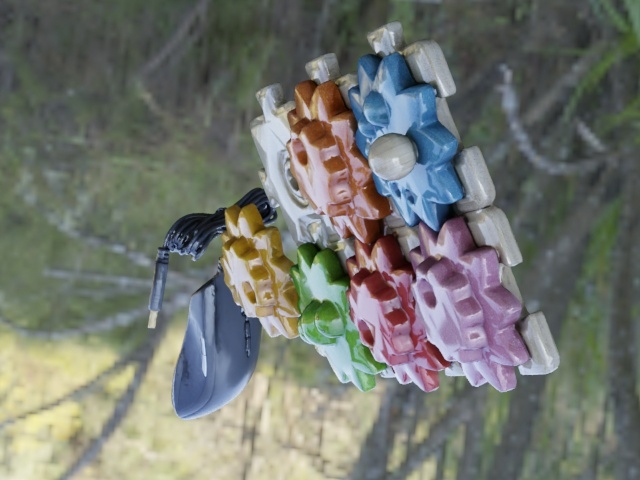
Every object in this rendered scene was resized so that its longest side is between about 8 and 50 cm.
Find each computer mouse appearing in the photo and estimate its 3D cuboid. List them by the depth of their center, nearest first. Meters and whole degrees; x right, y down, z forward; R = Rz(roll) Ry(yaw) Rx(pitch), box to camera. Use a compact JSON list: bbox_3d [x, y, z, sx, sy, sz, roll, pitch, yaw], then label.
[{"bbox_3d":[-0.110,0.084,1.672,0.060,0.262,0.184,25,-157,26],"label":"computer mouse"}]

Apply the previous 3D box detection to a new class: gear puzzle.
[{"bbox_3d":[0.000,0.000,0.873,0.044,0.175,0.339,-23,-177,-22],"label":"gear puzzle"}]
